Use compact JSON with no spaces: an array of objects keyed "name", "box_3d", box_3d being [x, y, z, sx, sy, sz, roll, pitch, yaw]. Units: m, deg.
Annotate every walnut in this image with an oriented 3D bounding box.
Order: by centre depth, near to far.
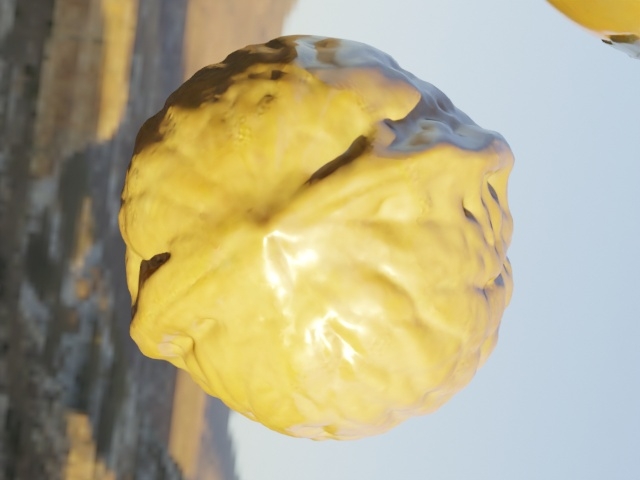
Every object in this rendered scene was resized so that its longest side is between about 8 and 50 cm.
[{"name":"walnut","box_3d":[0.000,0.000,0.871,0.213,0.213,0.213,-173,-90,-85]}]

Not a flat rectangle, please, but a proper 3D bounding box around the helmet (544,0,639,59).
[{"name":"helmet","box_3d":[0.167,-0.142,0.708,0.198,0.130,0.224,-18,-147,36]}]
